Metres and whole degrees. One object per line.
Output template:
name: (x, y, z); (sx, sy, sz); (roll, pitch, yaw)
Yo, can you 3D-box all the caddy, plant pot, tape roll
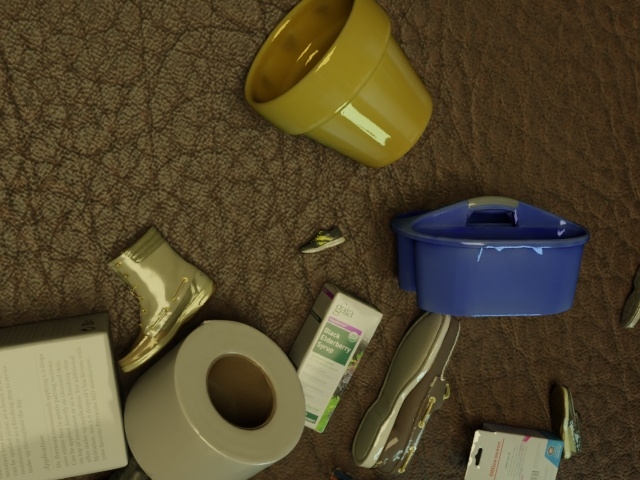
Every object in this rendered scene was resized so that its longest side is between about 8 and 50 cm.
caddy: (0.285, 0.012, 1.557); (0.341, 0.241, 0.179); (0, 103, -12)
plant pot: (0.047, -0.248, 1.477); (0.239, 0.254, 0.254); (37, 89, -29)
tape roll: (-0.169, 0.273, 1.473); (0.246, 0.246, 0.169); (37, 130, -14)

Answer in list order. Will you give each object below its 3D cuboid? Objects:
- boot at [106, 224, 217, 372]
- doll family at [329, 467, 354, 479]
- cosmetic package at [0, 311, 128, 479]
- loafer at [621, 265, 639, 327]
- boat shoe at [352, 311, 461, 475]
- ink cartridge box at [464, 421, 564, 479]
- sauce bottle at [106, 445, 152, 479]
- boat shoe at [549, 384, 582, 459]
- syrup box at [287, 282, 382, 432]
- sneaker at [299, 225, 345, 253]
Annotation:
boot: (-0.300, 0.098, 1.527); (0.165, 0.077, 0.213); (46, 79, -15)
doll family: (0.096, 0.471, 1.649); (0.193, 0.111, 0.076); (18, 94, -13)
cosmetic package: (-0.550, 0.270, 1.458); (0.453, 0.161, 0.230); (-8, 99, -11)
loafer: (0.612, 0.110, 1.741); (0.039, 0.045, 0.125); (17, 92, -20)
boat shoe: (0.170, 0.272, 1.637); (0.097, 0.116, 0.324); (24, 97, -19)
ink cartridge box: (0.353, 0.405, 1.719); (0.181, 0.061, 0.104); (11, 95, -14)
sauce bottle: (-0.383, 0.499, 1.555); (0.111, 0.111, 0.344); (35, 89, -14)
boat shoe: (0.471, 0.342, 1.742); (0.049, 0.056, 0.152); (-11, 110, -15)
syrup box: (0.007, 0.201, 1.599); (0.093, 0.096, 0.236); (27, 93, -16)
sneaker: (0.000, 0.000, 1.605); (0.083, 0.031, 0.035); (-18, 88, -13)
